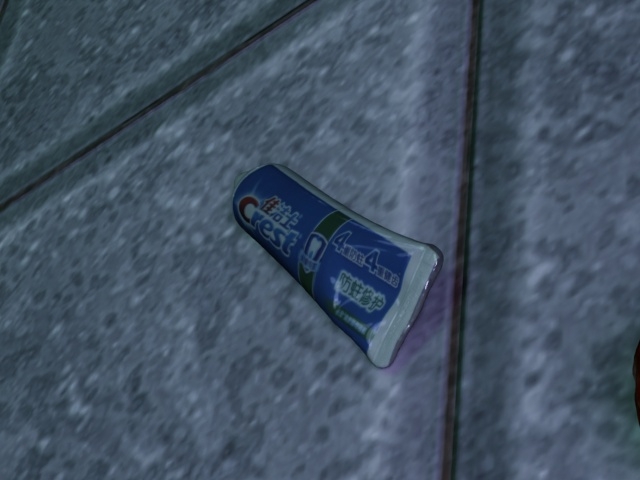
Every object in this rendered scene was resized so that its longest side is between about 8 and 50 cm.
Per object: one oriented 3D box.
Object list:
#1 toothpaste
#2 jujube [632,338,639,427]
[{"bbox_3d":[0.000,0.000,0.828,0.057,0.035,0.197,-63,29,6],"label":"toothpaste"},{"bbox_3d":[0.156,0.038,0.529,0.129,0.077,0.077,-19,39,25],"label":"jujube"}]
